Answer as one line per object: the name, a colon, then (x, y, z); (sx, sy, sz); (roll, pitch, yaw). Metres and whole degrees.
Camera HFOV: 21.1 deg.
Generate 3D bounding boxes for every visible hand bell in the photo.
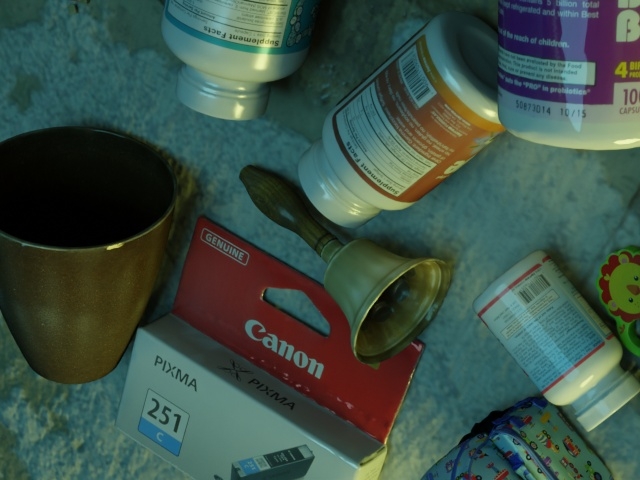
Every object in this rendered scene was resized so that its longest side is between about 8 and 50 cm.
hand bell: (0.000, 0.000, 1.706); (0.242, 0.126, 0.126); (41, 124, 29)

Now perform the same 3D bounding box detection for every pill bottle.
pill bottle: (0.081, -0.105, 1.594); (0.216, 0.121, 0.121); (-39, 83, 36)
pill bottle: (0.231, -0.238, 1.423); (0.169, 0.169, 0.301); (9, 111, 30)
pill bottle: (0.221, 0.094, 1.588); (0.160, 0.087, 0.087); (52, 125, 9)
pill bottle: (-0.068, -0.251, 1.626); (0.146, 0.146, 0.264); (27, 119, 23)

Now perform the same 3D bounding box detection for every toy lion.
toy lion: (0.294, 0.058, 1.567); (0.096, 0.034, 0.100); (19, 115, 35)

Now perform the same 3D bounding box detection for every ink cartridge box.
ink cartridge box: (-0.063, 0.156, 1.805); (0.296, 0.066, 0.261); (29, 120, 22)

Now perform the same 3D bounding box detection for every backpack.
backpack: (0.178, 0.246, 1.612); (0.117, 0.173, 0.158); (-43, 80, 35)

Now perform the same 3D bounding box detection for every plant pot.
plant pot: (-0.264, 0.033, 1.827); (0.215, 0.215, 0.230); (26, 132, 23)

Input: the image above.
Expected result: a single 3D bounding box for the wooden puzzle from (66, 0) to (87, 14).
wooden puzzle: (-0.266, -0.281, 1.829); (0.049, 0.006, 0.083); (18, 114, 27)
